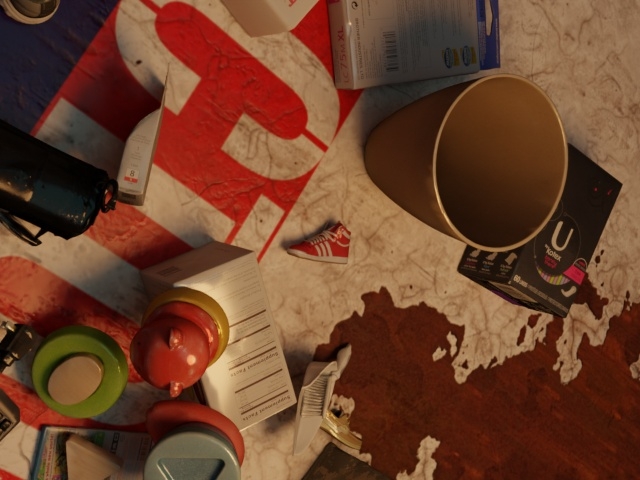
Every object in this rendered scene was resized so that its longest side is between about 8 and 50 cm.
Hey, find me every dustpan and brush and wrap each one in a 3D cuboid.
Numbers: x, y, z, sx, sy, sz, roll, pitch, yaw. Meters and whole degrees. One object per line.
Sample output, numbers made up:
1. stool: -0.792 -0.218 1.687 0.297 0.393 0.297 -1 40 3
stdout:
1. dustpan and brush: 0.008 0.227 1.518 0.060 0.211 0.147 10 123 5

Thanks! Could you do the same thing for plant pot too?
1. plant pot: 0.195 -0.129 1.491 0.256 0.274 0.257 -5 100 -30

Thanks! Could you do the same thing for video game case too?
1. video game case: -0.333 0.332 1.388 0.166 0.015 0.119 12 91 -32

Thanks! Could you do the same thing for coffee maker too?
1. coffee maker: -0.370 -0.087 1.215 0.178 0.171 0.120 27 52 -34

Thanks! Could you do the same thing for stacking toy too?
1. stacking toy: -0.246 0.240 1.268 0.279 0.130 0.309 -9 106 3

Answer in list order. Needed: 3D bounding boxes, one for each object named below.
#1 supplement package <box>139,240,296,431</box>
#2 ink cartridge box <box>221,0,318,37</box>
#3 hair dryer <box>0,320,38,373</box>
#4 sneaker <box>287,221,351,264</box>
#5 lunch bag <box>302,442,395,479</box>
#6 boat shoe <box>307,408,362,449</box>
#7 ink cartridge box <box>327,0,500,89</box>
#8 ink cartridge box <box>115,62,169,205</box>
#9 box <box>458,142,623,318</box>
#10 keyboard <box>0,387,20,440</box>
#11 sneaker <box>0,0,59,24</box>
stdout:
1. supplement package: -0.149 0.142 1.399 0.133 0.139 0.244 -22 107 -27
2. ink cartridge box: -0.096 -0.478 1.349 0.226 0.131 0.306 -51 117 -15
3. hair dryer: -0.519 0.189 1.205 0.223 0.080 0.294 30 71 -14
4. sneaker: 0.000 0.000 1.526 0.118 0.042 0.067 7 97 -39
5. lunch bag: 0.038 0.505 1.509 0.169 0.235 0.287 44 74 -28
6. boat shoe: 0.025 0.301 1.580 0.135 0.050 0.045 39 80 -28
7. ink cartridge box: 0.158 -0.355 1.561 0.311 0.065 0.186 -12 103 -27
8. ink cartridge box: -0.243 -0.143 1.301 0.045 0.145 0.179 9 84 -10
9. box: 0.391 -0.023 1.702 0.165 0.143 0.270 29 81 -32
10. keyboard: -0.555 0.191 1.225 0.201 0.033 0.317 -44 116 -18
11. sneaker: -0.389 -0.409 1.195 0.100 0.108 0.272 -28 109 -23
